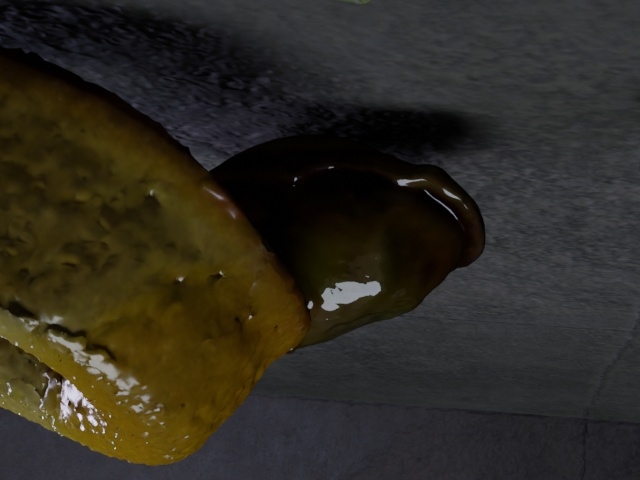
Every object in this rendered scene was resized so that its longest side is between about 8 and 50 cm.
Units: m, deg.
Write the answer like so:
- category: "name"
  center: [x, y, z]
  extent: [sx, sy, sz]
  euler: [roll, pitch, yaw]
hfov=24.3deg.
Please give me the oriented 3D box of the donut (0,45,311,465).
- category: "donut"
  center: [-0.158, 0.016, 0.782]
  extent: [0.303, 0.110, 0.303]
  euler: [25, 157, 11]

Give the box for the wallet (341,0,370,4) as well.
- category: "wallet"
  center: [-0.047, -0.117, 0.511]
  extent: [0.155, 0.039, 0.110]
  euler: [7, 170, -12]

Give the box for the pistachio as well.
- category: "pistachio"
  center: [0.000, 0.000, 0.862]
  extent: [0.210, 0.131, 0.165]
  euler: [-14, 156, 36]
